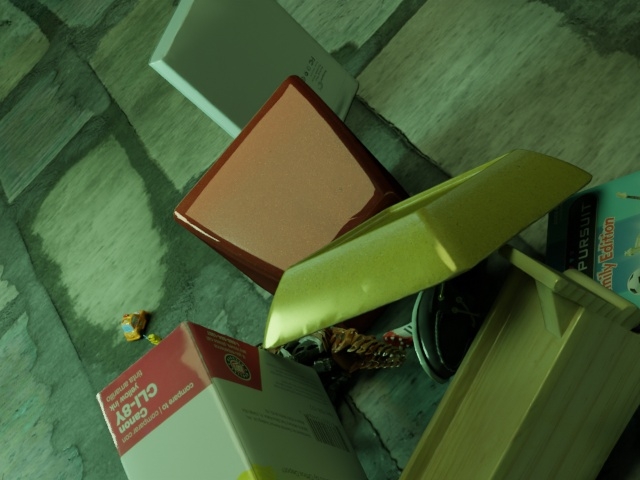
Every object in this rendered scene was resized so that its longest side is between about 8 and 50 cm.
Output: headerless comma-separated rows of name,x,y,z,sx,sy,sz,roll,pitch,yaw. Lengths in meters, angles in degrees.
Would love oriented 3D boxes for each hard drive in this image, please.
hard drive,-0.098,-0.269,2.183,0.047,0.353,0.233,-6,53,46

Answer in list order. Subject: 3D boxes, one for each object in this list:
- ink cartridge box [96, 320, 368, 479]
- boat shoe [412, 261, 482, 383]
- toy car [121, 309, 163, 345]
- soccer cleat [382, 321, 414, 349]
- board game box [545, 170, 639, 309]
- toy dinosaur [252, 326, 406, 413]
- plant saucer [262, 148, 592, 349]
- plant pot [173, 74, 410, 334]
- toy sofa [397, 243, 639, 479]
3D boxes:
ink cartridge box,-0.058,0.312,1.535,0.160,0.279,0.385,-39,56,15
boat shoe,0.172,0.083,1.776,0.068,0.081,0.228,-29,36,34
toy car,-0.297,0.142,2.288,0.122,0.040,0.060,4,60,51
soccer cleat,0.123,0.125,1.843,0.083,0.029,0.036,-13,39,37
board game box,0.418,0.022,1.560,0.336,0.079,0.254,-21,43,35
toy dinosaur,-0.026,0.179,1.862,0.322,0.164,0.218,-43,11,48
plant saucer,0.116,-0.004,1.636,0.333,0.081,0.332,-25,4,42
plant pot,0.007,-0.024,1.925,0.267,0.267,0.236,-50,53,-1
toy sofa,0.215,0.203,1.494,0.362,0.177,0.150,-63,21,5
